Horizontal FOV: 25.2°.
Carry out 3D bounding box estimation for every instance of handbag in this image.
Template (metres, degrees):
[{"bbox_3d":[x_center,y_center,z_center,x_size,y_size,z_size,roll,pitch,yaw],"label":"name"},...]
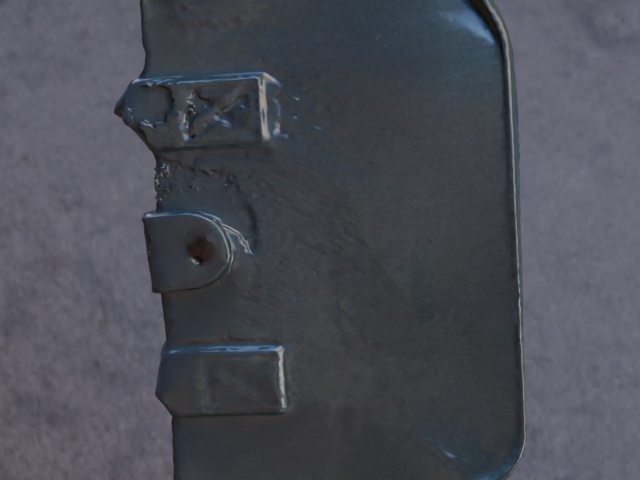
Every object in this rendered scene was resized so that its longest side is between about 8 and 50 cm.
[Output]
[{"bbox_3d":[0.000,0.000,0.633,0.179,0.229,0.062,-2,7,2],"label":"handbag"}]
